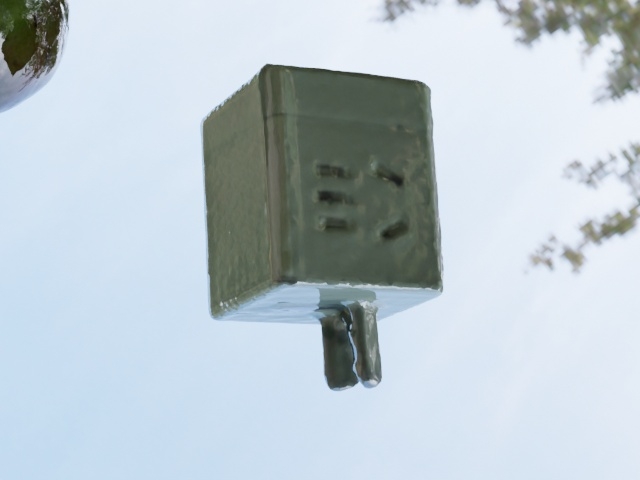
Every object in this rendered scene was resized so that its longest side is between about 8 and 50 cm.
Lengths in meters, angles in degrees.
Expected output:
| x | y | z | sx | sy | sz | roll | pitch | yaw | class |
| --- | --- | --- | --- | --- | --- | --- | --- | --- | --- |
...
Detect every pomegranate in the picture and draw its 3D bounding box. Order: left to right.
| x | y | z | sx | sy | sz | roll | pitch | yaw | class |
| --- | --- | --- | --- | --- | --- | --- | --- | --- | --- |
| -0.299 | -0.172 | 1.149 | 0.224 | 0.181 | 0.181 | -13 | -123 | 24 | pomegranate |

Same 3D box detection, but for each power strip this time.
| x | y | z | sx | sy | sz | roll | pitch | yaw | class |
| --- | --- | --- | --- | --- | --- | --- | --- | --- | --- |
| 0.000 | 0.000 | 1.124 | 0.139 | 0.140 | 0.224 | -27 | -118 | 59 | power strip |
